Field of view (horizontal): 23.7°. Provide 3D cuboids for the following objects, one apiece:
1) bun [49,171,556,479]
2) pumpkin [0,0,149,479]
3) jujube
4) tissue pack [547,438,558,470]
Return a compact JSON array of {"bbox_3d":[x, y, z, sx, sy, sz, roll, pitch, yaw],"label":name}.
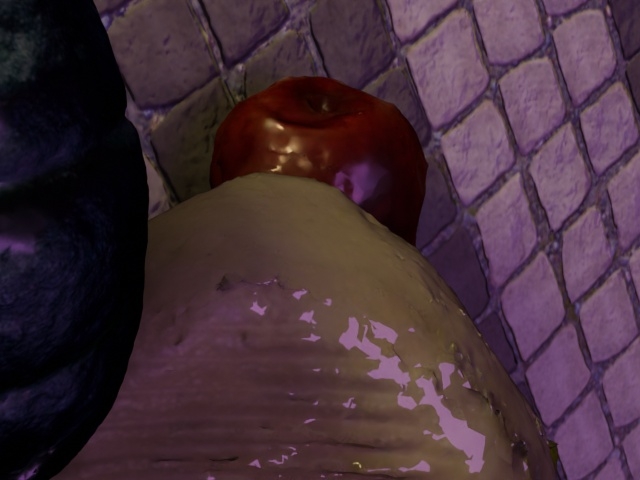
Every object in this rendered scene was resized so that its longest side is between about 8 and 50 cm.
[{"bbox_3d":[-0.034,0.144,0.937,0.326,0.234,0.362,-27,109,-2],"label":"bun"},{"bbox_3d":[-0.232,-0.027,0.714,0.266,0.363,0.363,-15,108,-26],"label":"pumpkin"},{"bbox_3d":[0.000,0.000,1.086,0.155,0.155,0.230,-18,114,-40],"label":"jujube"},{"bbox_3d":[0.060,0.284,1.183,0.200,0.167,0.275,-2,98,-45],"label":"tissue pack"}]
